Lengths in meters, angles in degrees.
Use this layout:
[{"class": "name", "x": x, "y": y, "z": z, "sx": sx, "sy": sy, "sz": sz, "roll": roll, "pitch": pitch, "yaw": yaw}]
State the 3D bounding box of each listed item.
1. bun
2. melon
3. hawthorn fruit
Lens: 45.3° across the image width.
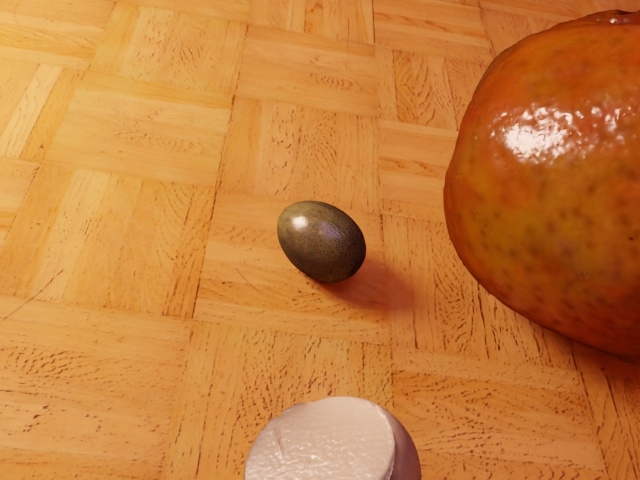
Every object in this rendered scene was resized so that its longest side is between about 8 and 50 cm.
[{"class": "bun", "x": 0.019, "y": 0.244, "z": 0.744, "sx": 0.172, "sy": 0.120, "sz": 0.173, "roll": -17, "pitch": 33, "yaw": 11}, {"class": "melon", "x": 0.000, "y": 0.000, "z": 1.012, "sx": 0.130, "sy": 0.098, "sz": 0.098, "roll": 33, "pitch": 46, "yaw": 24}, {"class": "hawthorn fruit", "x": 0.386, "y": -0.086, "z": 0.967, "sx": 0.471, "sy": 0.472, "sz": 0.472, "roll": 7, "pitch": 43, "yaw": -7}]
